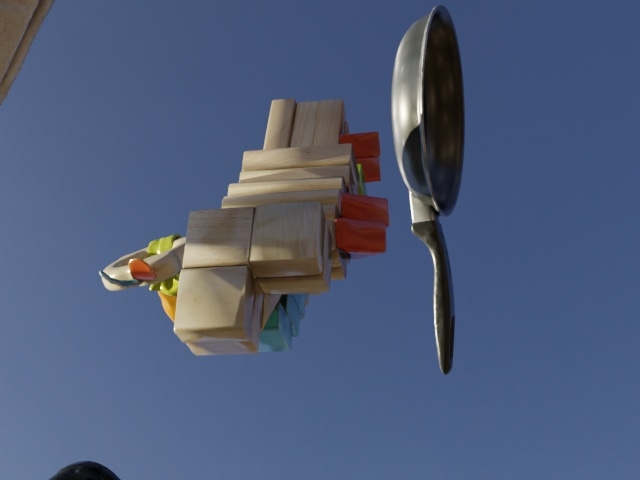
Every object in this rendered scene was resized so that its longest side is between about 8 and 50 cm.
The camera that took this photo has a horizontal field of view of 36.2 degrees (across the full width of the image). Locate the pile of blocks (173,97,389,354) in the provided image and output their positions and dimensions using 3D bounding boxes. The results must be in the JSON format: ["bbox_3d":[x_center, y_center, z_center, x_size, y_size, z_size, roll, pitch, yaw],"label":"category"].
[{"bbox_3d":[0.000,0.000,0.723,0.113,0.362,0.148,-3,-68,11],"label":"pile of blocks"}]

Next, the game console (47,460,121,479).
[{"bbox_3d":[-0.237,0.286,0.564,0.361,0.044,0.213,-39,-92,-8],"label":"game console"}]

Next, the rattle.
[{"bbox_3d":[-0.198,0.072,1.192,0.130,0.200,0.142,-5,-80,-10],"label":"rattle"}]

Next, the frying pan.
[{"bbox_3d":[0.111,-0.058,0.938,0.053,0.197,0.326,1,-77,19],"label":"frying pan"}]

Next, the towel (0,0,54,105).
[{"bbox_3d":[-0.217,-0.211,0.535,0.187,0.282,0.049,23,-22,-11],"label":"towel"}]
